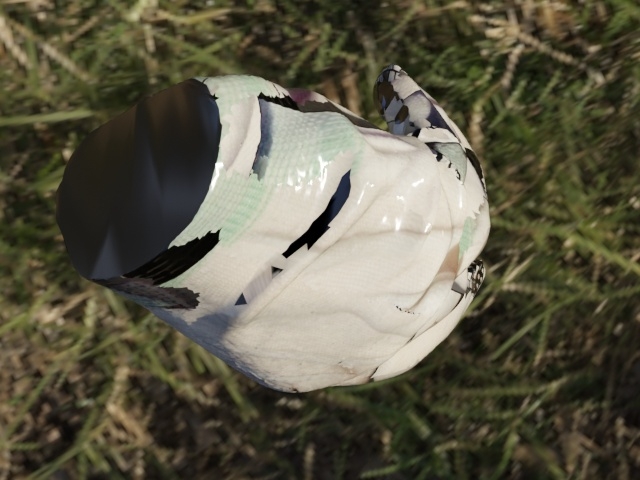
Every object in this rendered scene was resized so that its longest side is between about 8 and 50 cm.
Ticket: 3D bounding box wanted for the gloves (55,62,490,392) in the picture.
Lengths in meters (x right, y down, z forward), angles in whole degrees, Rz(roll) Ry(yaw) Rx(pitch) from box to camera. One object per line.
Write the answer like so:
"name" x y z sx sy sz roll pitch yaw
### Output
"gloves" 0.005 0.004 0.596 0.127 0.212 0.111 -51 47 17
